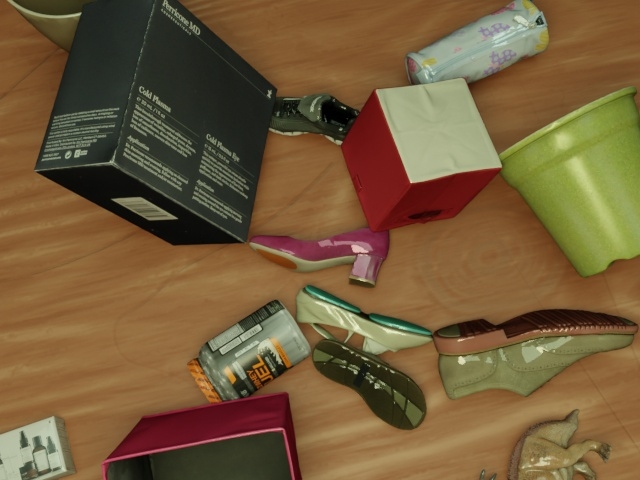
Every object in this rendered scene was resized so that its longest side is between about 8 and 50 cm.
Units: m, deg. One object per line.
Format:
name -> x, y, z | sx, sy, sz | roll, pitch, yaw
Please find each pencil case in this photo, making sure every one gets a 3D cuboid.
pencil case -> 0.297, -0.358, 1.557 | 0.273, 0.124, 0.113 | -26, 112, -5

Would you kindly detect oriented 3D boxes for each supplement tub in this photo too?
supplement tub -> -0.122, 0.195, 1.387 | 0.190, 0.117, 0.117 | -33, 73, -8

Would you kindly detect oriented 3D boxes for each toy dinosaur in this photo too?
toy dinosaur -> 0.340, 0.384, 1.307 | 0.201, 0.127, 0.295 | 15, 67, 14

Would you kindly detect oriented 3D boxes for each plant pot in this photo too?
plant pot -> 0.471, -0.084, 1.404 | 0.276, 0.276, 0.253 | -26, 84, -7
plant pot -> -0.434, -0.447, 1.534 | 0.257, 0.274, 0.256 | -1, 70, 2

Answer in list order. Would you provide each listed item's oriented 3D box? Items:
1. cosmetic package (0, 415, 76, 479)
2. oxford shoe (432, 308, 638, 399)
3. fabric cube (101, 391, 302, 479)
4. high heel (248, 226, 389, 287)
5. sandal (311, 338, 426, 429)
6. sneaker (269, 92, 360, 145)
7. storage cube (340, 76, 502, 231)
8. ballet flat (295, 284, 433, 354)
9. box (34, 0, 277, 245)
cosmetic package -> -0.543, 0.381, 1.369 | 0.239, 0.060, 0.098 | -19, 71, -4
oxford shoe -> 0.366, 0.194, 1.389 | 0.349, 0.123, 0.130 | -6, 97, -1
fabric cube -> -0.151, 0.391, 1.213 | 0.254, 0.258, 0.258 | -11, 91, -2
high heel -> 0.000, 0.000, 1.468 | 0.244, 0.082, 0.117 | 13, 70, 8
sandal -> 0.086, 0.237, 1.394 | 0.219, 0.060, 0.090 | 29, 103, 9
sneaker -> -0.020, -0.241, 1.537 | 0.235, 0.106, 0.078 | 14, 72, 7
storage cube -> 0.168, -0.150, 1.430 | 0.184, 0.193, 0.214 | -11, 71, -21
ballet flat -> 0.070, 0.153, 1.423 | 0.249, 0.086, 0.086 | 20, 73, 10
box -> -0.260, -0.193, 1.390 | 0.179, 0.343, 0.312 | -1, 68, 32
